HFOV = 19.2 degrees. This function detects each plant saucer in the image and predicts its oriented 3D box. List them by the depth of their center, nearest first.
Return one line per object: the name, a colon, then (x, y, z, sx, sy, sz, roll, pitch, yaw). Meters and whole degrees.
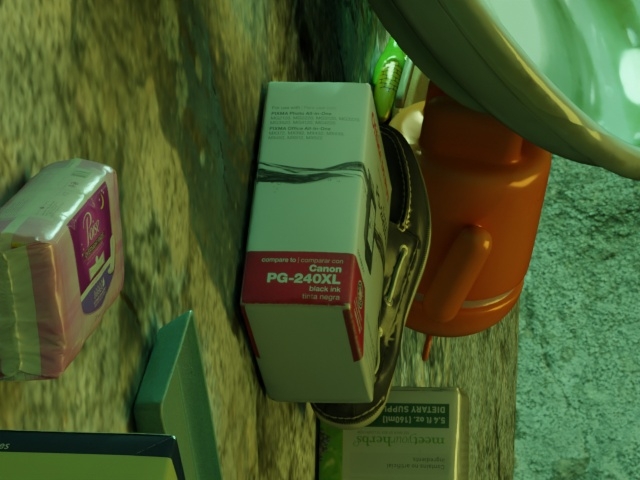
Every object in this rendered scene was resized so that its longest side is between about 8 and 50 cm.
plant saucer: (-0.058, 0.125, 0.858, 0.067, 0.018, 0.192, -77, 165, -51)
plant saucer: (0.108, -0.201, 1.296, 0.400, 0.100, 0.400, 39, 34, -33)

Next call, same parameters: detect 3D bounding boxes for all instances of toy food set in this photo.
toy food set: (0.059, -0.093, 1.514, 0.192, 0.038, 0.132, 87, 16, -50)

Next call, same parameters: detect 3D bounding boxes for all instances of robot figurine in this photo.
robot figurine: (0.100, -0.018, 1.414, 0.158, 0.128, 0.219, 46, -40, 41)

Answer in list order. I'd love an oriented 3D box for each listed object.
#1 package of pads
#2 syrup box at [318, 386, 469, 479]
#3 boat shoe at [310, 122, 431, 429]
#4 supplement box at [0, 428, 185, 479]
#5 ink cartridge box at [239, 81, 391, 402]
package of pads: (-0.090, 0.008, 0.627, 0.083, 0.032, 0.050, -65, 154, -68)
syrup box: (0.049, 0.217, 1.262, 0.096, 0.093, 0.237, 40, 51, -79)
boat shoe: (0.028, 0.014, 1.196, 0.065, 0.075, 0.206, 72, 25, -70)
supplement box: (-0.082, 0.101, 0.520, 0.083, 0.083, 0.056, -79, 166, -46)
ink cartridge box: (0.000, 0.000, 1.059, 0.109, 0.063, 0.150, 75, 18, -56)
